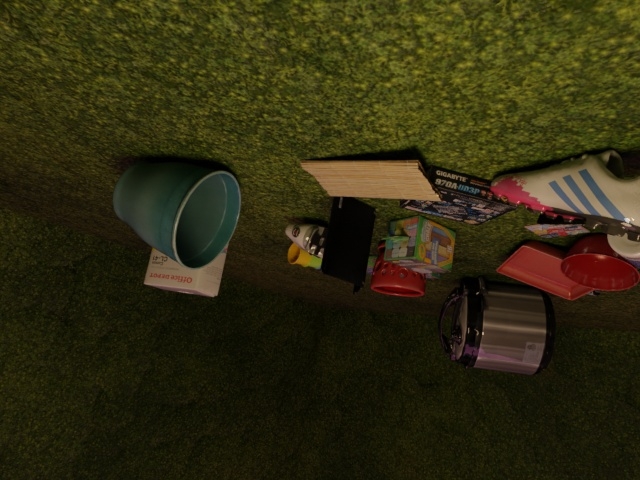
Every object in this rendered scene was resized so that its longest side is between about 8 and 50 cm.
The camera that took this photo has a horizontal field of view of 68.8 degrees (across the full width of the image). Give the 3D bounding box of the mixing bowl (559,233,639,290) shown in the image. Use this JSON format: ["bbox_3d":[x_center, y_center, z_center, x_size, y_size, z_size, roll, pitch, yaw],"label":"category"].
[{"bbox_3d":[0.742,0.046,1.236,0.182,0.098,0.181,21,157,10],"label":"mixing bowl"}]

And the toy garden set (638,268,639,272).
[{"bbox_3d":[0.876,0.088,1.447,0.204,0.049,0.244,16,165,-21],"label":"toy garden set"}]

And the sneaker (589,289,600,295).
[{"bbox_3d":[0.885,0.154,1.643,0.224,0.083,0.098,18,169,-30],"label":"sneaker"}]

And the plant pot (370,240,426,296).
[{"bbox_3d":[0.282,0.099,1.653,0.191,0.174,0.191,10,165,3],"label":"plant pot"}]

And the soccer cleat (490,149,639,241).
[{"bbox_3d":[0.478,-0.105,0.883,0.116,0.143,0.331,13,-170,-33],"label":"soccer cleat"}]

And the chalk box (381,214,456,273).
[{"bbox_3d":[0.280,0.009,1.396,0.213,0.132,0.132,21,163,-33],"label":"chalk box"}]

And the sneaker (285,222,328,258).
[{"bbox_3d":[0.000,0.000,1.633,0.146,0.122,0.330,23,175,33],"label":"sneaker"}]

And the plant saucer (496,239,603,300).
[{"bbox_3d":[0.711,0.088,1.442,0.259,0.047,0.258,23,162,10],"label":"plant saucer"}]

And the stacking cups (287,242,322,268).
[{"bbox_3d":[0.019,0.084,1.971,0.316,0.095,0.096,15,165,-33],"label":"stacking cups"}]

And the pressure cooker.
[{"bbox_3d":[0.711,0.353,1.955,0.421,0.369,0.375,5,162,7],"label":"pressure cooker"}]

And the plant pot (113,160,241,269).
[{"bbox_3d":[-0.395,-0.094,1.253,0.255,0.271,0.271,22,170,19],"label":"plant pot"}]

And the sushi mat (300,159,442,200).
[{"bbox_3d":[0.108,-0.136,1.061,0.317,0.019,0.151,7,160,39],"label":"sushi mat"}]

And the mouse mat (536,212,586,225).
[{"bbox_3d":[0.549,-0.058,0.992,0.153,0.007,0.190,2,-162,29],"label":"mouse mat"}]

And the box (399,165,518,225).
[{"bbox_3d":[0.321,-0.099,1.104,0.221,0.051,0.175,12,166,-9],"label":"box"}]

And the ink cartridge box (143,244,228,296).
[{"bbox_3d":[-0.439,0.020,1.579,0.226,0.306,0.131,3,165,23],"label":"ink cartridge box"}]

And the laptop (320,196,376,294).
[{"bbox_3d":[0.075,0.016,1.352,0.137,0.234,0.264,12,166,-2],"label":"laptop"}]

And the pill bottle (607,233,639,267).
[{"bbox_3d":[0.763,0.008,1.091,0.187,0.111,0.112,22,162,-37],"label":"pill bottle"}]

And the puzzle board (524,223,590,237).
[{"bbox_3d":[0.629,-0.029,1.245,0.096,0.011,0.128,19,163,-31],"label":"puzzle board"}]

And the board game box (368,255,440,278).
[{"bbox_3d":[0.309,0.113,1.952,0.317,0.046,0.214,-2,160,41],"label":"board game box"}]
